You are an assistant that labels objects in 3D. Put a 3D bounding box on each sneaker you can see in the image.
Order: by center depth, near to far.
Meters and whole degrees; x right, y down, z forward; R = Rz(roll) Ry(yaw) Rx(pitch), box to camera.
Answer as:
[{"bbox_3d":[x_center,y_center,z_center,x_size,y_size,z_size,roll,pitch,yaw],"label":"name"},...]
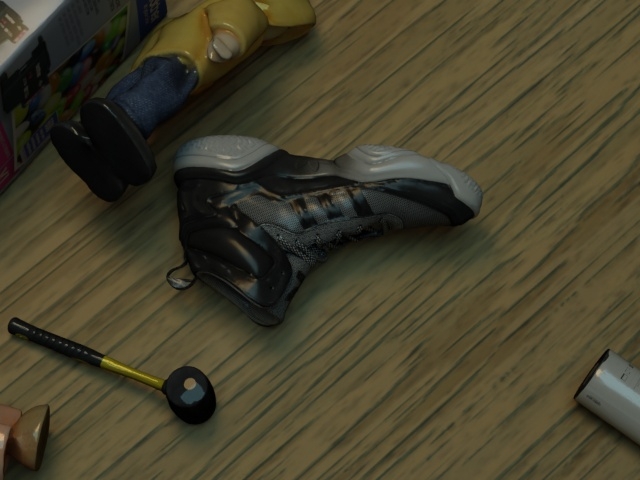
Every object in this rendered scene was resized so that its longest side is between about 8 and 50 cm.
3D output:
[{"bbox_3d":[0.000,0.000,1.329,0.269,0.101,0.153,6,73,4],"label":"sneaker"}]

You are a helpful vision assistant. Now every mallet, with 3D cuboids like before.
[{"bbox_3d":[-0.176,0.101,1.300,0.190,0.062,0.039,23,71,3],"label":"mallet"}]

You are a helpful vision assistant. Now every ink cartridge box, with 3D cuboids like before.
[{"bbox_3d":[-0.221,-0.176,1.319,0.065,0.186,0.311,35,73,9],"label":"ink cartridge box"}]

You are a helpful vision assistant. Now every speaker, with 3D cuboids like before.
[{"bbox_3d":[0.286,0.152,1.323,0.136,0.055,0.055,35,73,6],"label":"speaker"}]

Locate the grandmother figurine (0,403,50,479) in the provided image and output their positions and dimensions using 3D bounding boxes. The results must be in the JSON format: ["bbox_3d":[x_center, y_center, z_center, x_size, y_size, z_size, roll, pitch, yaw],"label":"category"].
[{"bbox_3d":[-0.397,0.147,1.253,0.342,0.104,0.207,11,64,-4],"label":"grandmother figurine"}]

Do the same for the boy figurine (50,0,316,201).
[{"bbox_3d":[-0.110,-0.150,1.342,0.092,0.177,0.285,52,50,-10],"label":"boy figurine"}]
